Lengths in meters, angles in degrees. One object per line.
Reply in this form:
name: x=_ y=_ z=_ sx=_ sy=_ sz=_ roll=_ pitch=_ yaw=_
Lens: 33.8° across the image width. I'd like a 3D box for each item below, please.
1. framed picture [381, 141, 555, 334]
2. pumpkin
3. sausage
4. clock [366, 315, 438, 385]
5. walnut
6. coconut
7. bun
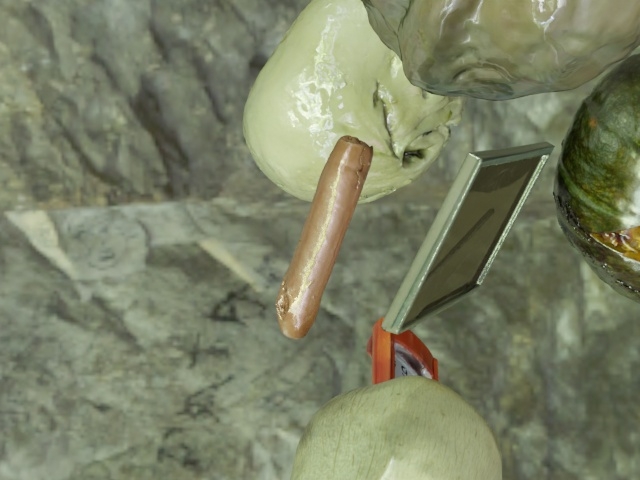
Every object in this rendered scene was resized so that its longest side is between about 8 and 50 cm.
framed picture: x=0.157 y=-0.009 z=1.054 sx=0.260 sy=0.023 sz=0.189 roll=-16 pitch=-45 yaw=-61
pumpkin: x=0.403 y=-0.075 z=1.143 sx=0.192 sy=0.320 sz=0.320 roll=-112 pitch=5 yaw=-49
sausage: x=0.000 y=0.000 z=0.903 sx=0.043 sy=0.043 sz=0.186 roll=-24 pitch=-45 yaw=-72
clock: x=0.101 y=0.190 z=1.341 sx=0.113 sy=0.061 sz=0.155 roll=44 pitch=-150 yaw=-31
walnut: x=0.109 y=-0.180 z=0.618 sx=0.224 sy=0.224 sz=0.224 roll=-1 pitch=-90 yaw=-73
coconut: x=0.069 y=0.230 z=1.013 sx=0.224 sy=0.224 sz=0.224 roll=-1 pitch=-90 yaw=-73
bun: x=0.052 y=-0.190 z=1.404 sx=0.326 sy=0.234 sz=0.362 roll=-38 pitch=-20 yaw=-23
